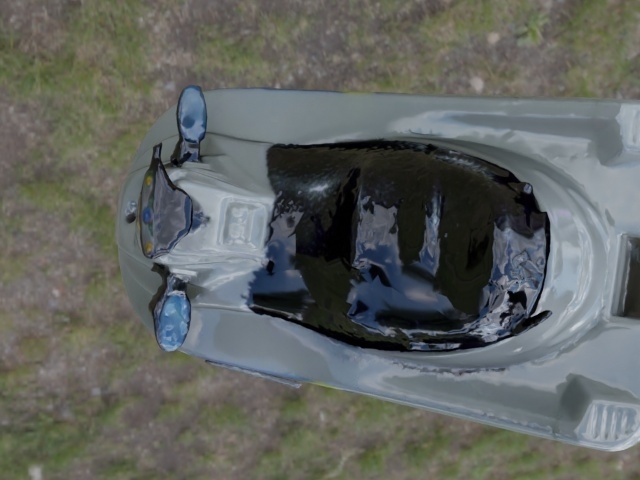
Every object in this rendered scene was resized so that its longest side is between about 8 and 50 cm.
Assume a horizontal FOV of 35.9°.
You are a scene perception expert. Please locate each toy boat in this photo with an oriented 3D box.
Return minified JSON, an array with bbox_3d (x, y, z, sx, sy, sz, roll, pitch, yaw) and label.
[{"bbox_3d":[0.008,0.001,0.410,0.269,0.141,0.141,7,144,20],"label":"toy boat"}]
